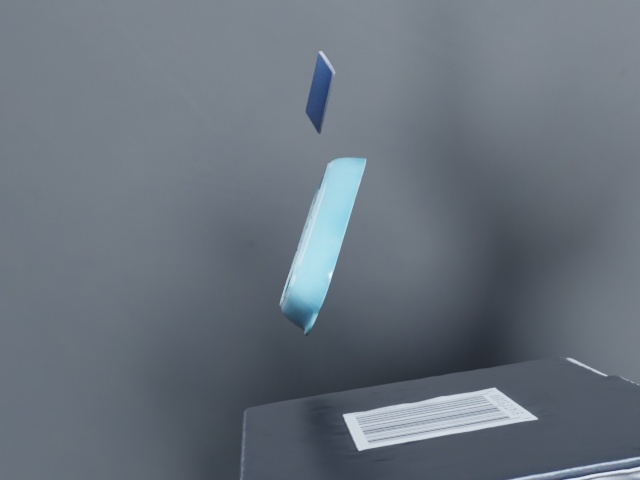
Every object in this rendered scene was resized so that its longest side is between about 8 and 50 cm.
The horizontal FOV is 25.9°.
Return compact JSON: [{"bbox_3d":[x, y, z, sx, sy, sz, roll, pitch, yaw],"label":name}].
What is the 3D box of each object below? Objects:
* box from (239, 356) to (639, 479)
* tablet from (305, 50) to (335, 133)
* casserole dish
[{"bbox_3d":[0.116,0.350,0.945,0.297,0.480,0.472,-9,91,-3],"label":"box"},{"bbox_3d":[0.000,-0.172,1.624,0.006,0.054,0.083,-1,126,-21],"label":"tablet"},{"bbox_3d":[0.000,0.000,1.341,0.037,0.188,0.114,18,156,-3],"label":"casserole dish"}]
